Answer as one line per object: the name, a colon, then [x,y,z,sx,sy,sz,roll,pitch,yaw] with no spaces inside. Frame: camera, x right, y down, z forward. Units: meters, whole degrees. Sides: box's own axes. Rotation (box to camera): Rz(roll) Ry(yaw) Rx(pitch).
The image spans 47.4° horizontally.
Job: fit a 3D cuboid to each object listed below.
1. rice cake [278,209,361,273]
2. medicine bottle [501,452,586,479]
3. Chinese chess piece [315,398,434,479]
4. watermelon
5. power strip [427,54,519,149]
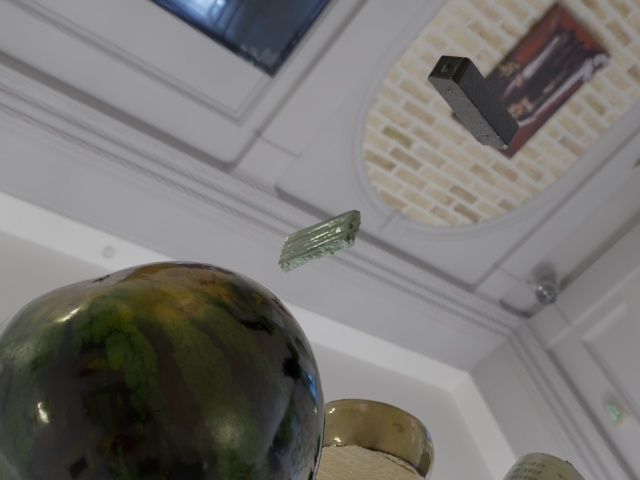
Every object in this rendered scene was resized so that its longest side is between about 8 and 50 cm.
rice cake: [0.000,0.000,1.647,0.038,0.211,0.124,51,-149,-26]
medicine bottle: [0.371,0.538,1.337,0.170,0.170,0.293,47,-132,12]
Chinese chess piece: [0.086,0.400,1.375,0.257,0.257,0.104,32,-133,-21]
watermelon: [-0.123,0.138,0.535,0.269,0.269,0.269,34,-157,-17]
power strip: [0.140,-0.125,0.661,0.038,0.029,0.111,23,169,47]
